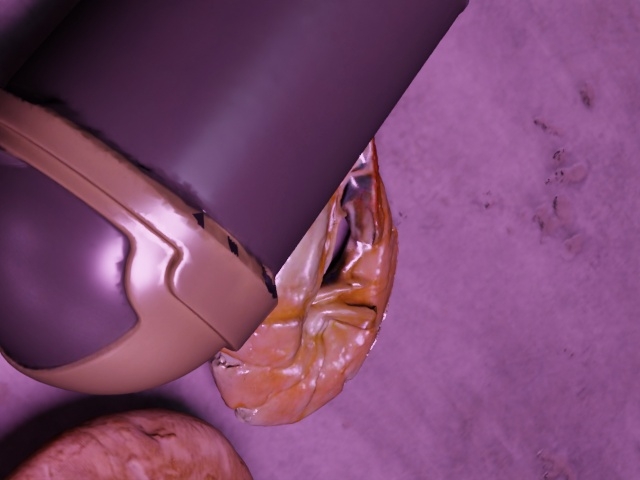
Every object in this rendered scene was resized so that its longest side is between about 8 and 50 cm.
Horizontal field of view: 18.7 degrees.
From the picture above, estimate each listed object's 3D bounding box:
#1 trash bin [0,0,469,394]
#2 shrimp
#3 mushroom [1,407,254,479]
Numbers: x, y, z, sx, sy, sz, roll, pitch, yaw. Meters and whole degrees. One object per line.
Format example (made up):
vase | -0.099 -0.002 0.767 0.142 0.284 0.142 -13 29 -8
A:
trash bin | -0.081 -0.063 1.125 0.214 0.214 0.334 41 85 -33
shrimp | 0.000 -0.001 1.280 0.145 0.061 0.267 -4 108 -35
mushroom | -0.144 0.238 1.246 0.278 0.146 0.278 -29 135 -34
